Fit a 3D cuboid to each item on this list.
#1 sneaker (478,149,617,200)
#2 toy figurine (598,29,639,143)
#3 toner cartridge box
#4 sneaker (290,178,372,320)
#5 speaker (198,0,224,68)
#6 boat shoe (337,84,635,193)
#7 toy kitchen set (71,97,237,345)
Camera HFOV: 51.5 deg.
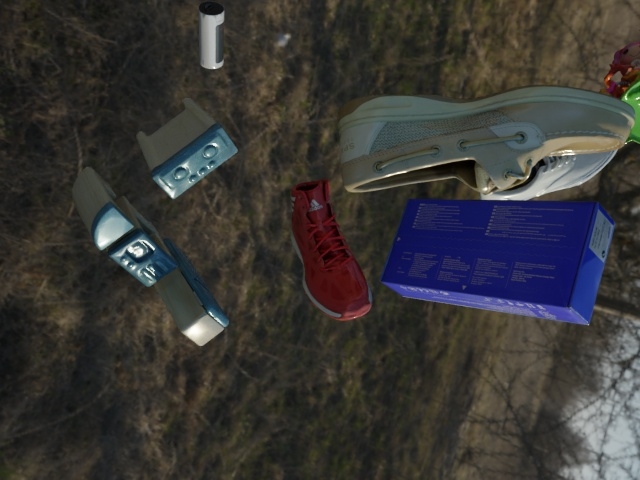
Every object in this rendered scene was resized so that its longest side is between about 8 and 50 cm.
[{"bbox_3d":[0.401,-0.129,1.165,0.258,0.094,0.091,-29,162,13],"label":"sneaker"},{"bbox_3d":[0.414,-0.210,0.829,0.130,0.173,0.159,45,45,-36],"label":"toy figurine"},{"bbox_3d":[0.267,0.022,1.056,0.075,0.347,0.165,34,71,-39],"label":"toner cartridge box"},{"bbox_3d":[0.000,0.000,0.909,0.087,0.221,0.128,-22,134,-12],"label":"sneaker"},{"bbox_3d":[-0.235,-0.440,1.423,0.055,0.055,0.136,-54,164,-38],"label":"speaker"},{"bbox_3d":[0.169,-0.093,0.677,0.109,0.302,0.098,107,-19,-78],"label":"boat shoe"},{"bbox_3d":[-0.130,-0.013,0.700,0.166,0.122,0.207,-37,148,-3],"label":"toy kitchen set"}]
